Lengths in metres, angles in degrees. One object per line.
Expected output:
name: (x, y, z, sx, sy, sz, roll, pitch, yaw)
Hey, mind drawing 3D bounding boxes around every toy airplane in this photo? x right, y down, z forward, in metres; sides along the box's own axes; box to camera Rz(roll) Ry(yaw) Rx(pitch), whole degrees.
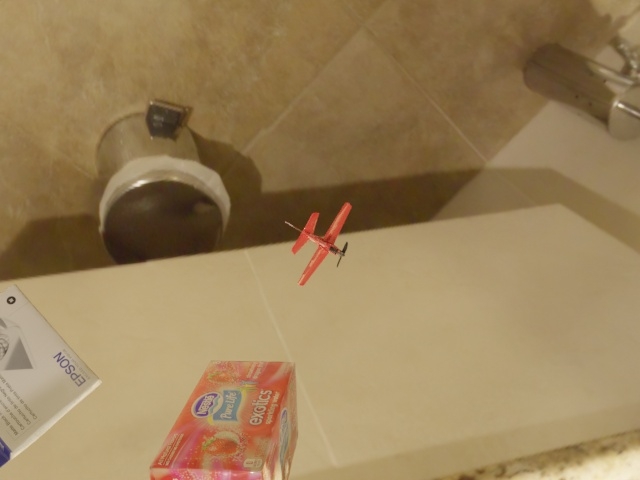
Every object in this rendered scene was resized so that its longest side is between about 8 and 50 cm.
toy airplane: (0.000, 0.000, 0.984, 0.151, 0.028, 0.151, -26, 131, -34)

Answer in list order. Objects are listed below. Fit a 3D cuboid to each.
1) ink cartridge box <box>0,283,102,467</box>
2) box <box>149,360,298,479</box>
ink cartridge box: (-0.504, 0.217, 1.024, 0.224, 0.223, 0.045, -42, 171, -23)
box: (-0.127, 0.307, 0.969, 0.154, 0.300, 0.142, 0, 107, 7)
